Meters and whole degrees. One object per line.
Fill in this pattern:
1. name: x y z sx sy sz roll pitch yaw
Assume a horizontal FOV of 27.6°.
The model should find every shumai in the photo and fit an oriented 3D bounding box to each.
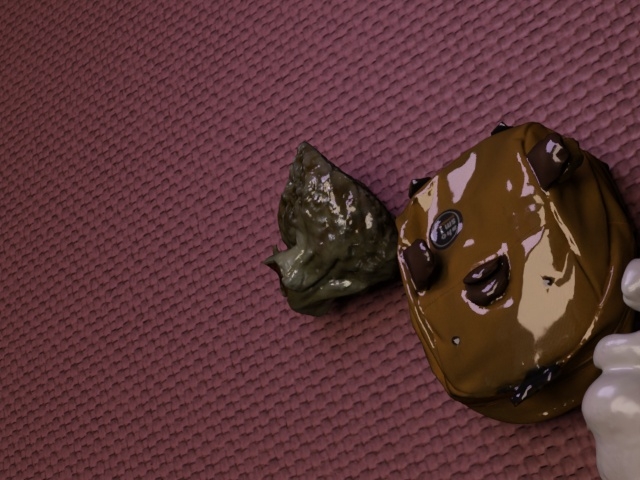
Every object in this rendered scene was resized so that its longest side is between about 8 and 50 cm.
1. shumai: 0.001 -0.001 1.911 0.218 0.189 0.256 -54 43 11

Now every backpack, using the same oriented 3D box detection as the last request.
1. backpack: 0.251 0.038 1.673 0.353 0.201 0.378 -40 50 29

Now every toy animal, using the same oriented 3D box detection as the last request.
1. toy animal: 0.420 0.208 1.474 0.241 0.196 0.368 23 89 42
